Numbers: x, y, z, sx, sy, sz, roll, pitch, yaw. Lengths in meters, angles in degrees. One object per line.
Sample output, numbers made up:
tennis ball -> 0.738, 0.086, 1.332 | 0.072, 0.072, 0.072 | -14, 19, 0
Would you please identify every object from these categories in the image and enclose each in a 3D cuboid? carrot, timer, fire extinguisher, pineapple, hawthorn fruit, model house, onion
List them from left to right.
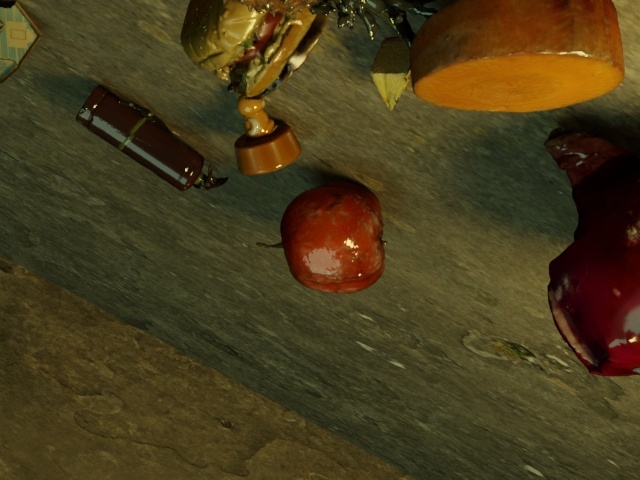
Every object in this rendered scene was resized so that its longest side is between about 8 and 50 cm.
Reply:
model house -> -0.675, -0.404, 1.874 | 0.206, 0.271, 0.178 | 0, 169, -38
fire extinguisher -> -0.357, -0.210, 2.030 | 0.341, 0.105, 0.141 | 33, 155, -10
timer -> -0.120, -0.222, 1.809 | 0.132, 0.132, 0.152 | 3, 122, 39
hawthorn fruit -> 0.000, 0.000, 1.910 | 0.271, 0.242, 0.242 | -5, 149, 5
pineapple -> 0.023, -0.365, 1.268 | 0.364, 0.166, 0.165 | 5, 168, -33
carrot -> 0.264, -0.253, 1.300 | 0.307, 0.100, 0.258 | -8, 162, 43
onion -> 0.501, -0.015, 1.439 | 0.398, 0.398, 0.420 | 82, 162, -61

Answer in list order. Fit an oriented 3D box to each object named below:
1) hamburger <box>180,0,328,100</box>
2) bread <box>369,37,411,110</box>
hamburger -> -0.107, -0.343, 1.401 | 0.163, 0.244, 0.244 | 30, 156, -32
bread -> 0.136, -0.260, 1.502 | 0.080, 0.084, 0.109 | 9, 150, 35
